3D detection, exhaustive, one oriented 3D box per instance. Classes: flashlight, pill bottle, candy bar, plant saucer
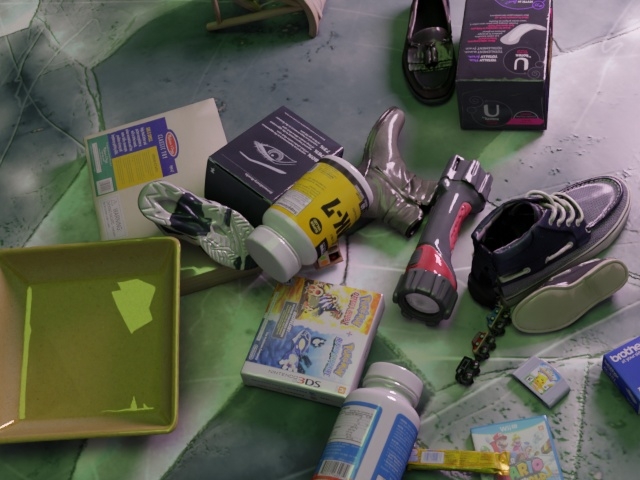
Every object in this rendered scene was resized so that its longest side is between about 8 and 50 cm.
[{"bbox_3d":[0.219,-0.001,1.813,0.103,0.103,0.304,16,54,17],"label":"flashlight"},{"bbox_3d":[-0.021,-0.035,1.777,0.119,0.119,0.208,34,68,29],"label":"pill bottle"},{"bbox_3d":[0.077,0.300,1.600,0.124,0.124,0.221,15,58,20],"label":"pill bottle"},{"bbox_3d":[0.205,0.332,1.606,0.161,0.018,0.040,-2,53,20],"label":"candy bar"},{"bbox_3d":[-0.386,0.170,1.769,0.333,0.081,0.332,-4,69,6],"label":"plant saucer"}]

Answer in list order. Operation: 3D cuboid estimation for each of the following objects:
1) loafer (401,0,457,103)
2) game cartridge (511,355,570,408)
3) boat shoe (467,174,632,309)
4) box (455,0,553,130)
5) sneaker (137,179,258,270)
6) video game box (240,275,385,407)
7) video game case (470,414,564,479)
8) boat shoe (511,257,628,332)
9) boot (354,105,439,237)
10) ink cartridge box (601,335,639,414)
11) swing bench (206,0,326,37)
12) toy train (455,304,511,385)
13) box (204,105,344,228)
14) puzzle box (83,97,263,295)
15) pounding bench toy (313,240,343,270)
[{"bbox_3d":[0.211,-0.406,2.099,0.109,0.095,0.302,-3,54,8],"label":"loafer"},{"bbox_3d":[0.348,0.220,1.676,0.056,0.017,0.083,-36,57,-20],"label":"game cartridge"},{"bbox_3d":[0.386,-0.031,1.759,0.340,0.158,0.127,-38,57,-16],"label":"boat shoe"},{"bbox_3d":[0.350,-0.351,2.004,0.165,0.143,0.270,3,56,14],"label":"box"},{"bbox_3d":[-0.208,-0.030,1.846,0.235,0.153,0.094,23,92,-13],"label":"sneaker"},{"bbox_3d":[-0.011,0.163,1.762,0.187,0.048,0.205,12,58,15],"label":"video game box"},{"bbox_3d":[0.298,0.347,1.593,0.119,0.015,0.166,-11,53,3],"label":"video game case"},{"bbox_3d":[0.402,0.088,1.746,0.206,0.075,0.065,-27,11,-3],"label":"boat shoe"},{"bbox_3d":[0.147,-0.120,1.931,0.161,0.083,0.246,21,62,11],"label":"boot"},{"bbox_3d":[0.550,0.177,1.651,0.207,0.046,0.097,-27,54,-9],"label":"ink cartridge box"},{"bbox_3d":[-0.104,-0.577,2.237,0.255,0.165,0.253,5,55,13],"label":"swing bench"},{"bbox_3d":[0.262,0.167,1.723,0.036,0.027,0.158,19,60,34],"label":"toy train"},{"bbox_3d":[-0.083,-0.121,1.899,0.153,0.108,0.207,37,53,20],"label":"box"},{"bbox_3d":[-0.279,-0.075,1.977,0.272,0.052,0.409,-17,53,-2],"label":"puzzle box"},{"bbox_3d":[0.000,0.000,1.864,0.052,0.065,0.083,-21,54,-4],"label":"pounding bench toy"}]
